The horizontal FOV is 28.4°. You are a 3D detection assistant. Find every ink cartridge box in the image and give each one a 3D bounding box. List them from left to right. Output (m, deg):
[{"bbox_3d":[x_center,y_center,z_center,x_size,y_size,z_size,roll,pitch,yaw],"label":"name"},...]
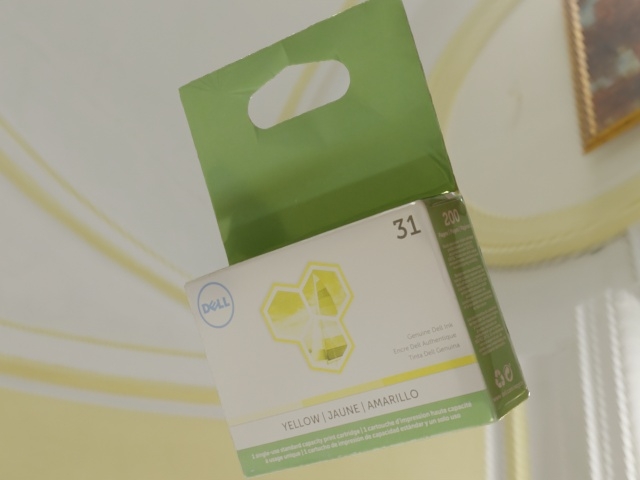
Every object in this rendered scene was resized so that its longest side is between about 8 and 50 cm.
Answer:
[{"bbox_3d":[0.000,0.000,0.704,0.056,0.171,0.235,-17,-91,-57],"label":"ink cartridge box"}]
